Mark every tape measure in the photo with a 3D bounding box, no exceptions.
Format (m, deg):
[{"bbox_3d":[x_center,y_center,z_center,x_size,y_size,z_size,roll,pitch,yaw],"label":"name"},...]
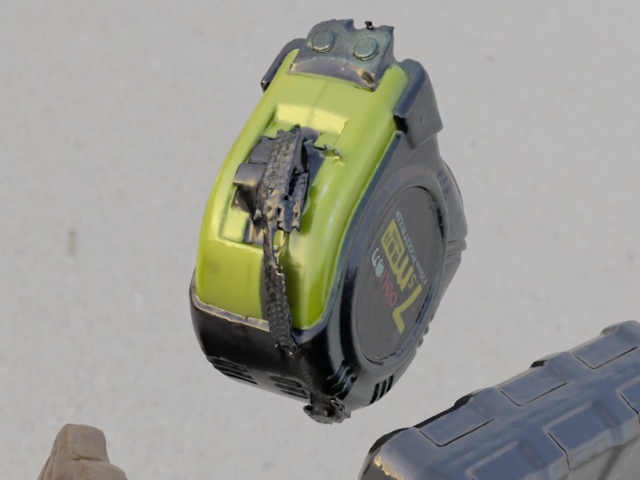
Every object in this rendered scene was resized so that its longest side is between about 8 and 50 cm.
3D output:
[{"bbox_3d":[0.000,0.000,0.964,0.112,0.199,0.186,11,58,28],"label":"tape measure"}]

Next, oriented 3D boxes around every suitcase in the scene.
[{"bbox_3d":[0.078,0.182,0.896,0.206,0.286,0.066,-22,53,-38],"label":"suitcase"}]

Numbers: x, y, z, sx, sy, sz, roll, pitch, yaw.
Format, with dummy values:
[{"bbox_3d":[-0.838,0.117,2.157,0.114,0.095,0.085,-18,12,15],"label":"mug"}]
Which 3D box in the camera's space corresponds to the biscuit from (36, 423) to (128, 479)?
[{"bbox_3d":[-0.170,0.261,1.106,0.049,0.273,0.257,9,20,-19],"label":"biscuit"}]
